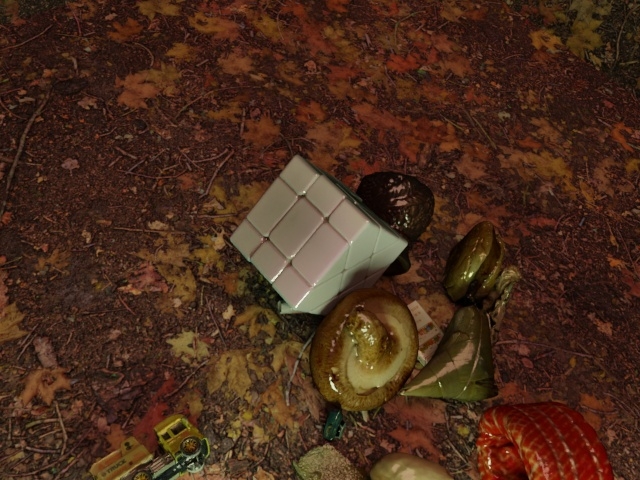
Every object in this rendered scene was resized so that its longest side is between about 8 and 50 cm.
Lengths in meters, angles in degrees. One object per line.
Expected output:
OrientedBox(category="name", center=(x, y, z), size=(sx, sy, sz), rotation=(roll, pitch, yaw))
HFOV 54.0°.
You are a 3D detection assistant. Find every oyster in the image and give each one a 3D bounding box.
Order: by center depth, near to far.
OrientedBox(category="oyster", center=(0.545, 0.219, 1.972), size=(0.094, 0.166, 0.294), rotation=(22, 53, 17))

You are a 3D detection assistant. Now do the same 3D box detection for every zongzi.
OrientedBox(category="zongzi", center=(0.357, 0.317, 1.802), size=(0.300, 0.145, 0.274), rotation=(9, 70, -22))

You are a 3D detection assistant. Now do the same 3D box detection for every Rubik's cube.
OrientedBox(category="Rubik's cube", center=(0.000, 0.000, 1.791), size=(0.316, 0.322, 0.319), rotation=(44, 100, 26))

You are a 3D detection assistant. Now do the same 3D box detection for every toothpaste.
OrientedBox(category="toothpaste", center=(-0.032, 0.197, 1.909), size=(0.194, 0.043, 0.067), rotation=(-2, 47, -23))

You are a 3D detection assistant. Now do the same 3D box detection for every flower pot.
OrientedBox(category="flower pot", center=(0.220, -0.045, 2.021), size=(0.266, 0.266, 0.267), rotation=(16, 63, -3))

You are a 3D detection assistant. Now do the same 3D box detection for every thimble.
OrientedBox(category="thimble", center=(0.563, 0.590, 1.608), size=(0.230, 0.350, 0.350), rotation=(-2, 56, -13))

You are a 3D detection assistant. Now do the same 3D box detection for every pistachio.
OrientedBox(category="pistachio", center=(0.235, 0.617, 1.628), size=(0.223, 0.126, 0.152), rotation=(13, 17, -6))

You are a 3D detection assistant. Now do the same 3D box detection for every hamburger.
OrientedBox(category="hamburger", center=(0.511, 0.059, 2.046), size=(0.132, 0.211, 0.309), rotation=(27, 51, -1))

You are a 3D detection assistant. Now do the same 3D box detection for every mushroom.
OrientedBox(category="mushroom", center=(0.126, 0.299, 1.740), size=(0.345, 0.345, 0.239), rotation=(-5, 27, -18))

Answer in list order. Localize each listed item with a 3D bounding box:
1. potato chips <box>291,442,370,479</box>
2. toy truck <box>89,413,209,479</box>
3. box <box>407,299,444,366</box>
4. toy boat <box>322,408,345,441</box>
OrientedBox(category="potato chips", center=(0.029, 0.603, 1.645), size=(0.209, 0.026, 0.142), rotation=(1, 58, -12))
OrientedBox(category="toy truck", center=(-0.416, 0.535, 1.517), size=(0.272, 0.124, 0.157), rotation=(-31, 58, -27))
OrientedBox(category="box", center=(0.318, 0.299, 1.930), size=(0.122, 0.032, 0.220), rotation=(-27, 67, -28))
OrientedBox(category="toy boat", center=(0.038, 0.482, 1.659), size=(0.060, 0.141, 0.055), rotation=(25, 52, 13))
